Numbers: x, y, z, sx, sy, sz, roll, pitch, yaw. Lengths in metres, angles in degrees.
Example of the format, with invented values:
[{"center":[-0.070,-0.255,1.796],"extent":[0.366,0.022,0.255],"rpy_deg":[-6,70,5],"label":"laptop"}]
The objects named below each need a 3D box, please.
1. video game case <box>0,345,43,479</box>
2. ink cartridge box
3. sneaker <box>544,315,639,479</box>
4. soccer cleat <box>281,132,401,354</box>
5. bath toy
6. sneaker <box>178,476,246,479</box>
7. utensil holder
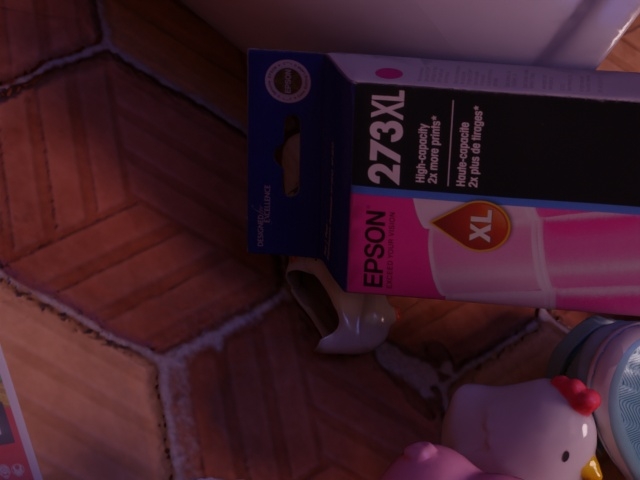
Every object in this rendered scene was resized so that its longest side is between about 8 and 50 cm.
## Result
[{"center":[-0.316,0.081,1.326],"extent":[0.204,0.025,0.285],"rpy_deg":[-6,64,-35],"label":"video game case"},{"center":[0.123,-0.042,1.444],"extent":[0.370,0.176,0.069],"rpy_deg":[5,27,8],"label":"ink cartridge box"},{"center":[0.232,0.117,1.520],"extent":[0.319,0.208,0.127],"rpy_deg":[35,84,-51],"label":"sneaker"},{"center":[0.000,0.000,1.554],"extent":[0.076,0.068,0.196],"rpy_deg":[-10,67,-26],"label":"soccer cleat"},{"center":[0.092,0.192,1.274],"extent":[0.151,0.129,0.348],"rpy_deg":[52,40,1],"label":"bath toy"},{"center":[-0.009,0.294,1.303],"extent":[0.365,0.137,0.210],"rpy_deg":[18,50,-26],"label":"sneaker"},{"center":[0.057,-0.258,1.590],"extent":[0.385,0.327,0.327],"rpy_deg":[38,48,-2],"label":"utensil holder"}]
